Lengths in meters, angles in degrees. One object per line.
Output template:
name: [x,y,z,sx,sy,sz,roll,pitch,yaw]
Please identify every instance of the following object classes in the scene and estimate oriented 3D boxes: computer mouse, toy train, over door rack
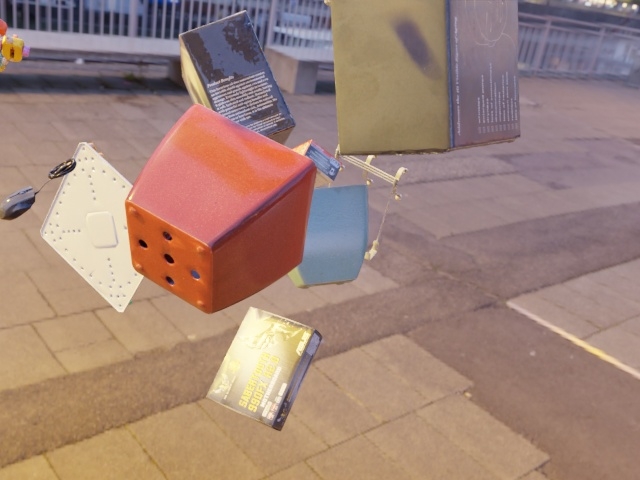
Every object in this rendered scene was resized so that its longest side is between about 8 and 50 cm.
computer mouse: [-0.738,-0.139,1.704,0.242,0.041,0.071,-41,46,-7]
toy train: [-0.601,-0.367,1.189,0.166,0.046,0.125,-15,-28,36]
over door rack: [0.127,-0.138,2.114,0.239,0.324,0.108,29,29,20]

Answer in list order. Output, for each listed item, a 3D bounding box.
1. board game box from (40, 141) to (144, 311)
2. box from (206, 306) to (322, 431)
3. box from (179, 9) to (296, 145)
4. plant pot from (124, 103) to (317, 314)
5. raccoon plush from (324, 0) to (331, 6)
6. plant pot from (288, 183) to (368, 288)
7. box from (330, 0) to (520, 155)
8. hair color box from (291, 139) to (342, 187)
board game box: [-0.655,-0.038,2.019,0.390,0.390,0.050,41,29,9]
box: [-0.124,0.282,1.472,0.183,0.231,0.056,16,-20,27]
box: [-0.216,-0.355,1.637,0.183,0.294,0.296,-23,0,-12]
plant pot: [-0.193,-0.033,1.164,0.267,0.267,0.236,28,49,16]
raccoon plush: [0.207,-0.583,2.038,0.446,0.216,0.299,37,-10,-37]
plant pot: [0.000,0.000,1.807,0.248,0.252,0.247,-5,-6,-11]
box: [0.271,-0.460,1.593,0.297,0.480,0.472,2,11,32]
hair color box: [-0.038,-0.162,1.479,0.093,0.053,0.167,36,-22,-23]
